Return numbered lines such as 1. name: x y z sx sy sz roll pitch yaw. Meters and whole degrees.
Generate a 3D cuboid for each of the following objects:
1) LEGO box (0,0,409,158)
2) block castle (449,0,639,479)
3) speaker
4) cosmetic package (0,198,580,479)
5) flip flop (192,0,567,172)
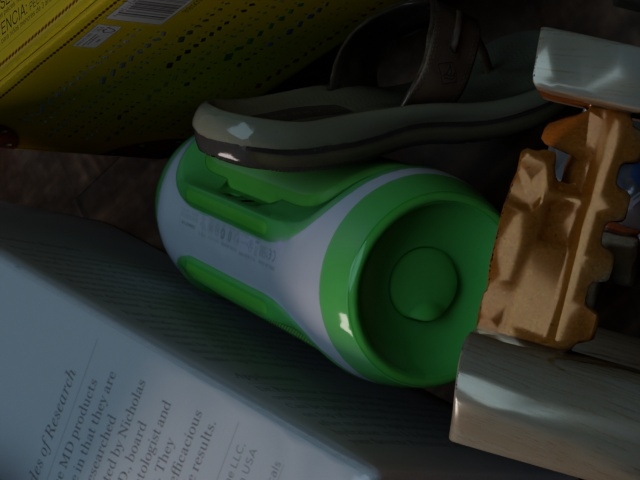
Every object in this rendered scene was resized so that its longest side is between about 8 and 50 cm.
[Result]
1. LEGO box: -0.076 -0.305 1.087 0.500 0.193 0.372 -26 67 52
2. block castle: 0.229 -0.088 0.845 0.213 0.303 0.453 14 92 13
3. speaker: 0.000 0.000 1.053 0.296 0.131 0.131 23 97 63
4. cosmetic package: -0.096 0.121 1.102 0.453 0.230 0.161 27 99 37
5. flip flop: 0.045 -0.099 1.010 0.112 0.277 0.080 13 111 51
